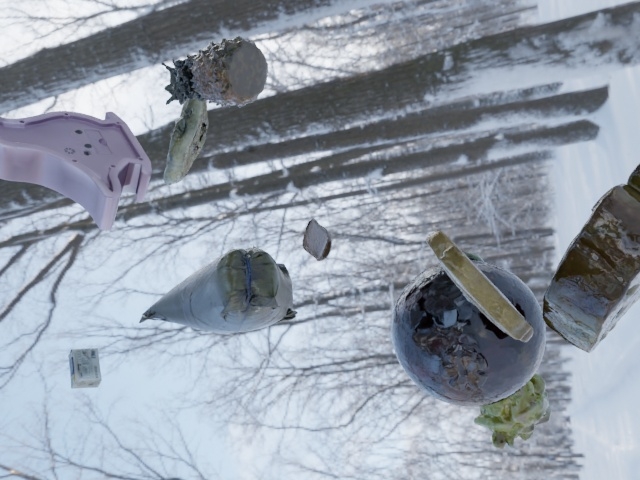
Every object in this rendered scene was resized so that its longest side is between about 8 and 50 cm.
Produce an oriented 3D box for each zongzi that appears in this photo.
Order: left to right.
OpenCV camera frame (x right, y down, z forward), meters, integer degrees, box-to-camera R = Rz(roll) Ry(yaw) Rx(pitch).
[{"bbox_3d":[-0.193,0.090,0.971,0.260,0.289,0.123,66,-163,-79],"label":"zongzi"}]

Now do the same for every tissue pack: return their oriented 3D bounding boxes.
[{"bbox_3d":[-0.523,0.284,1.356,0.062,0.042,0.083,6,-132,-37],"label":"tissue pack"}]

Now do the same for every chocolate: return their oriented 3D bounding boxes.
[{"bbox_3d":[0.000,0.000,1.189,0.031,0.100,0.065,13,-78,-27],"label":"chocolate"}]

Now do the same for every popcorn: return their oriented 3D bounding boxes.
[{"bbox_3d":[0.453,0.392,1.454,0.185,0.167,0.188,-31,-66,-56],"label":"popcorn"}]

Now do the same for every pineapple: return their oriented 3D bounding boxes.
[{"bbox_3d":[-0.283,-0.405,1.489,0.169,0.340,0.169,-13,-72,-46],"label":"pineapple"}]

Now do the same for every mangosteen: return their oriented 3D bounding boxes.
[{"bbox_3d":[0.307,0.172,1.271,0.359,0.306,0.306,-51,-51,-61],"label":"mangosteen"}]

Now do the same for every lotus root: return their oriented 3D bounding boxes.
[{"bbox_3d":[0.489,0.012,0.941,0.390,0.111,0.375,-39,-35,-21],"label":"lotus root"}]

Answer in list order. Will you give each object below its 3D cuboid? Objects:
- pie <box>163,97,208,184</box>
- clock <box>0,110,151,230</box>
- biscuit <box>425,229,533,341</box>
[{"bbox_3d":[-0.401,-0.327,1.876,0.339,0.077,0.339,-165,90,-82],"label":"pie"},{"bbox_3d":[-0.456,-0.134,1.131,0.275,0.290,0.080,-9,-45,-40],"label":"clock"},{"bbox_3d":[0.186,0.053,0.736,0.166,0.036,0.225,46,-171,2],"label":"biscuit"}]
